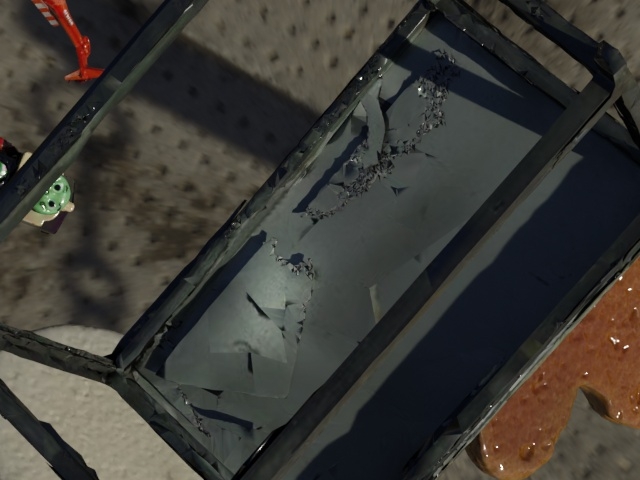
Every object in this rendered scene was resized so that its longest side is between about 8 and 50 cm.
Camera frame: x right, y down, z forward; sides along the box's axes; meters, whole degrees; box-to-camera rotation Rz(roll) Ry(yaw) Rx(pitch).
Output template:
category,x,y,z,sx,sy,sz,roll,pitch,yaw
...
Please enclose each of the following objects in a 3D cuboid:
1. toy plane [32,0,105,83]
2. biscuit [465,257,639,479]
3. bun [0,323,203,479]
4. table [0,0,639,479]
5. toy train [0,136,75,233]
category,x,y,z,sx,sy,sz,roll,pitch,yaw
toy plane,-0.237,-0.227,1.519,0.126,0.194,0.077,-18,48,31
biscuit,0.256,0.117,1.698,0.277,0.052,0.262,11,87,-33
bun,-0.219,0.222,1.516,0.263,0.263,0.175,37,127,1
table,0.000,0.000,0.923,0.222,0.272,0.335,42,93,21
toy train,-0.205,-0.037,1.127,0.087,0.138,0.050,23,86,-14
